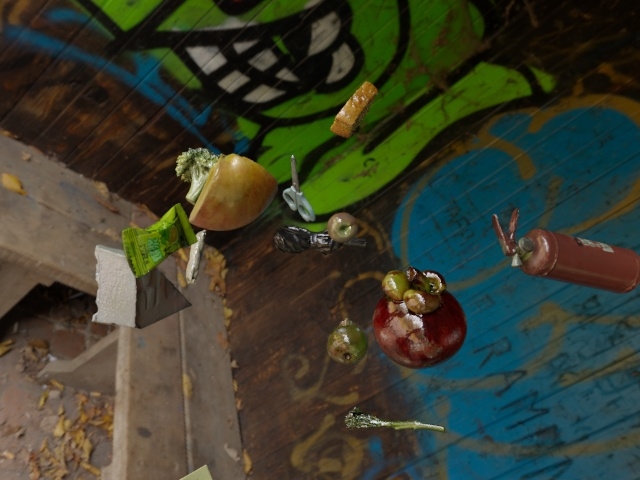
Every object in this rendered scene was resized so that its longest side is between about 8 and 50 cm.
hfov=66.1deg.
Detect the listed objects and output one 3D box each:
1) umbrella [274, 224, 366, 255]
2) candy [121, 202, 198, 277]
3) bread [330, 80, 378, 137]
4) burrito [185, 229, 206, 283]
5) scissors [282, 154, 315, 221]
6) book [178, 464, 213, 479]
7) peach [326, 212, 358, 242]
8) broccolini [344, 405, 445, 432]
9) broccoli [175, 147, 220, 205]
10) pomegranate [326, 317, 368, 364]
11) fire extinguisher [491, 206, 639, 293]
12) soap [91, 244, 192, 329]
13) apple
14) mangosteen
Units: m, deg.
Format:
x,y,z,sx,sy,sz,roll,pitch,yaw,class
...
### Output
x,y,z,sx,sy,sz,roll,pitch,yaw,class
0.000,0.000,1.801,0.340,0.118,0.118,1,36,-8,umbrella
-0.459,-0.008,1.432,0.246,0.069,0.149,-46,131,-53,candy
0.099,-0.372,1.403,0.065,0.103,0.187,31,54,3,bread
-0.598,0.079,2.357,0.059,0.082,0.275,16,69,-23,burrito
-0.093,-0.216,1.977,0.191,0.029,0.360,40,-26,26,scissors
-0.394,0.771,1.550,0.111,0.014,0.077,-17,75,-40,book
0.056,-0.033,1.265,0.083,0.083,0.083,46,20,-22,peach
0.159,0.403,1.071,0.042,0.218,0.044,-58,146,-55,broccolini
-0.496,-0.266,2.107,0.247,0.243,0.263,16,-17,24,broccoli
0.129,0.440,2.152,0.179,0.179,0.210,50,47,-11,pomegranate
0.524,0.019,1.075,0.337,0.106,0.147,12,65,-14,fire extinguisher
-0.557,0.126,1.572,0.302,0.159,0.257,-24,118,-68,soap
-0.303,-0.164,1.663,0.309,0.314,0.252,0,-70,65,apple
0.220,0.165,1.129,0.215,0.215,0.257,-88,163,-61,mangosteen
